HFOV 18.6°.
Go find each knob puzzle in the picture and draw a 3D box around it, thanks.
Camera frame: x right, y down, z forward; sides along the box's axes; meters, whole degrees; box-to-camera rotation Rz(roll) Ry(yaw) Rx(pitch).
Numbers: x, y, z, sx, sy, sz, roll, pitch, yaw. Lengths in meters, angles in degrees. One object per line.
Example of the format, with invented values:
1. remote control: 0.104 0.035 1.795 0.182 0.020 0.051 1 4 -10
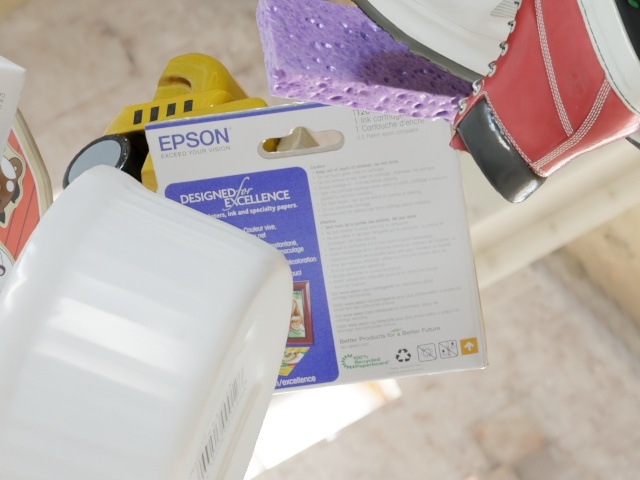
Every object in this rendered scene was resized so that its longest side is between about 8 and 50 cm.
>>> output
1. knob puzzle: -0.289 -0.027 1.624 0.213 0.030 0.213 6 -81 40

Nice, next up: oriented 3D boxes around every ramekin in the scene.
1. ramekin: -0.119 0.103 1.241 0.135 0.277 0.277 19 -21 9

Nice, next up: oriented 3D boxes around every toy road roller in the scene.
1. toy road roller: -0.104 -0.094 2.176 0.329 0.240 0.202 -8 -43 36

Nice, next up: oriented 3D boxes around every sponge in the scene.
1. sponge: 0.052 -0.149 1.633 0.117 0.210 0.031 -103 -152 -48

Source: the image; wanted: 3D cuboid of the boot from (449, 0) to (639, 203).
1. boot: 0.147 -0.154 1.404 0.088 0.176 0.244 22 46 -41

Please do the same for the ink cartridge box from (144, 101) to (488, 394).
1. ink cartridge box: 0.000 0.000 1.960 0.072 0.303 0.307 -82 165 -71

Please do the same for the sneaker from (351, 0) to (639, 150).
1. sneaker: 0.238 -0.221 1.483 0.169 0.447 0.257 -64 180 -58

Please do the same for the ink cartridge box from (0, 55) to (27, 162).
1. ink cartridge box: -0.315 -0.027 1.275 0.100 0.172 0.237 29 -76 53
